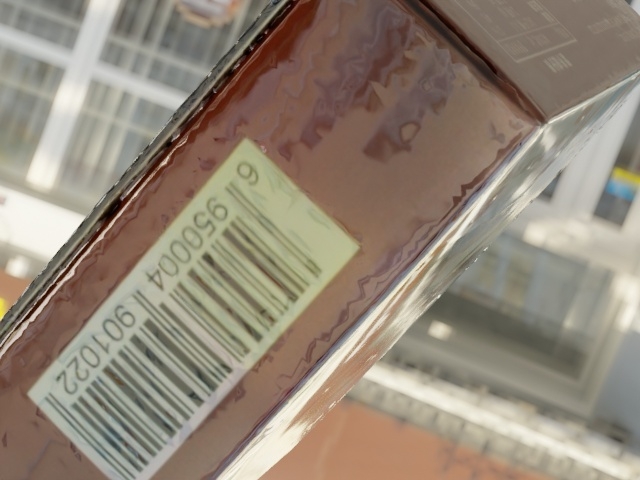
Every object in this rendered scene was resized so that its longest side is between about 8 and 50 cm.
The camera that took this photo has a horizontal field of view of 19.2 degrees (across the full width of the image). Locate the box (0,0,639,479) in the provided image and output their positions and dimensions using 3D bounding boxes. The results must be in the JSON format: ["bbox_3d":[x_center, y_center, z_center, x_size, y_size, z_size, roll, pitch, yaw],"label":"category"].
[{"bbox_3d":[0.000,0.000,0.983,0.122,0.344,0.385,45,-160,6],"label":"box"}]
